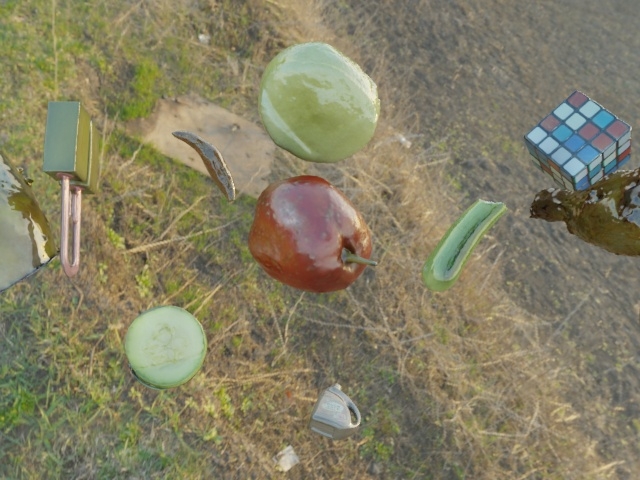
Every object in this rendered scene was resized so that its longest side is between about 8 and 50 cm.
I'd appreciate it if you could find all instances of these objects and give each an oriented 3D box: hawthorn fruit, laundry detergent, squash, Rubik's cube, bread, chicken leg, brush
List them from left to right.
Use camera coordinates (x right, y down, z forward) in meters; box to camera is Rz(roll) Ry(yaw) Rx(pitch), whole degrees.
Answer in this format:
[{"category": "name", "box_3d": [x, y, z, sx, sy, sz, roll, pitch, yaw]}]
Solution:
[{"category": "brush", "box_3d": [-0.347, -0.064, 0.741, 0.047, 0.103, 0.233, 0, 78, -7]}, {"category": "squash", "box_3d": [-0.401, 0.283, 1.409, 0.220, 0.133, 0.220, 5, 75, -17]}, {"category": "bread", "box_3d": [-0.007, -0.357, 1.395, 0.320, 0.320, 0.237, 14, 43, -16]}, {"category": "hawthorn fruit", "box_3d": [0.000, 0.000, 1.241, 0.330, 0.287, 0.287, 25, 36, 37]}, {"category": "laundry detergent", "box_3d": [0.065, 0.607, 1.905, 0.171, 0.076, 0.237, 19, 22, 11]}, {"category": "squash", "box_3d": [0.315, 0.008, 1.202, 0.083, 0.250, 0.083, 36, 2, -2]}, {"category": "Rubik's cube", "box_3d": [0.580, -0.209, 1.205, 0.154, 0.155, 0.151, 55, 11, 33]}, {"category": "chicken leg", "box_3d": [0.377, -0.067, 0.601, 0.083, 0.322, 0.177, 34, 43, -19]}]

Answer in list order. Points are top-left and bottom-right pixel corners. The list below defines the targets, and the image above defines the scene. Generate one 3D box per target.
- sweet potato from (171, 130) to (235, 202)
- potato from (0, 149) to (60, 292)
[{"category": "sweet potato", "box_3d": [-0.314, -0.226, 1.531, 0.078, 0.058, 0.255, -44, 111, -19]}, {"category": "potato", "box_3d": [-0.511, -0.042, 0.737, 0.266, 0.229, 0.229, 58, 44, -13]}]
